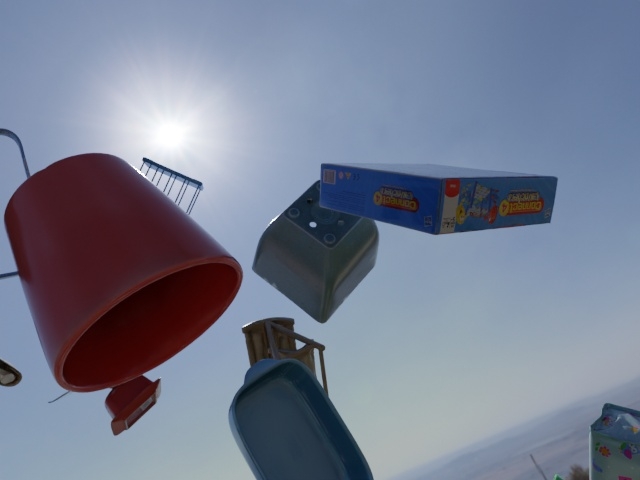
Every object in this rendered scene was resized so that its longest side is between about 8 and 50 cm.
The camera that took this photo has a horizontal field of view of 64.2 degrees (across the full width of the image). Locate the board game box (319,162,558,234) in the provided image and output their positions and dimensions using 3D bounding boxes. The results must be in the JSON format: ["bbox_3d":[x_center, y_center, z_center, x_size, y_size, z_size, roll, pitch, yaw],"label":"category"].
[{"bbox_3d":[0.207,-0.089,0.940,0.301,0.086,0.308,-5,14,-34],"label":"board game box"}]

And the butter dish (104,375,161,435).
[{"bbox_3d":[-0.511,0.410,1.347,0.160,0.118,0.160,-42,-14,-34],"label":"butter dish"}]

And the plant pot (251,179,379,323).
[{"bbox_3d":[0.000,0.000,1.258,0.247,0.247,0.252,-45,-17,-29],"label":"plant pot"}]

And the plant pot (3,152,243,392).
[{"bbox_3d":[-0.285,0.030,0.708,0.275,0.243,0.275,-37,-19,-15],"label":"plant pot"}]

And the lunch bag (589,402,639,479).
[{"bbox_3d":[0.730,0.506,1.090,0.262,0.224,0.160,6,18,43],"label":"lunch bag"}]

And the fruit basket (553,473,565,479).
[{"bbox_3d":[0.232,0.490,0.678,0.392,0.392,0.283,4,-78,-44],"label":"fruit basket"}]

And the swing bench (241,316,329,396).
[{"bbox_3d":[-0.104,0.393,1.559,0.165,0.254,0.253,-20,-61,-26],"label":"swing bench"}]

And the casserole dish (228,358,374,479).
[{"bbox_3d":[-0.022,0.207,0.502,0.114,0.188,0.037,-23,-13,-48],"label":"casserole dish"}]

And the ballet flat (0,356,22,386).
[{"bbox_3d":[-0.887,0.335,1.363,0.086,0.086,0.248,-20,-31,-6],"label":"ballet flat"}]

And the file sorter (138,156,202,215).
[{"bbox_3d":[-0.430,-0.144,1.438,0.170,0.105,0.118,23,-5,-10],"label":"file sorter"}]

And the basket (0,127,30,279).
[{"bbox_3d":[-0.598,-0.035,0.809,0.289,0.255,0.201,-21,-5,-36],"label":"basket"}]

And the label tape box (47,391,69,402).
[{"bbox_3d":[-0.571,0.289,1.415,0.249,0.115,0.347,-33,-2,37],"label":"label tape box"}]
